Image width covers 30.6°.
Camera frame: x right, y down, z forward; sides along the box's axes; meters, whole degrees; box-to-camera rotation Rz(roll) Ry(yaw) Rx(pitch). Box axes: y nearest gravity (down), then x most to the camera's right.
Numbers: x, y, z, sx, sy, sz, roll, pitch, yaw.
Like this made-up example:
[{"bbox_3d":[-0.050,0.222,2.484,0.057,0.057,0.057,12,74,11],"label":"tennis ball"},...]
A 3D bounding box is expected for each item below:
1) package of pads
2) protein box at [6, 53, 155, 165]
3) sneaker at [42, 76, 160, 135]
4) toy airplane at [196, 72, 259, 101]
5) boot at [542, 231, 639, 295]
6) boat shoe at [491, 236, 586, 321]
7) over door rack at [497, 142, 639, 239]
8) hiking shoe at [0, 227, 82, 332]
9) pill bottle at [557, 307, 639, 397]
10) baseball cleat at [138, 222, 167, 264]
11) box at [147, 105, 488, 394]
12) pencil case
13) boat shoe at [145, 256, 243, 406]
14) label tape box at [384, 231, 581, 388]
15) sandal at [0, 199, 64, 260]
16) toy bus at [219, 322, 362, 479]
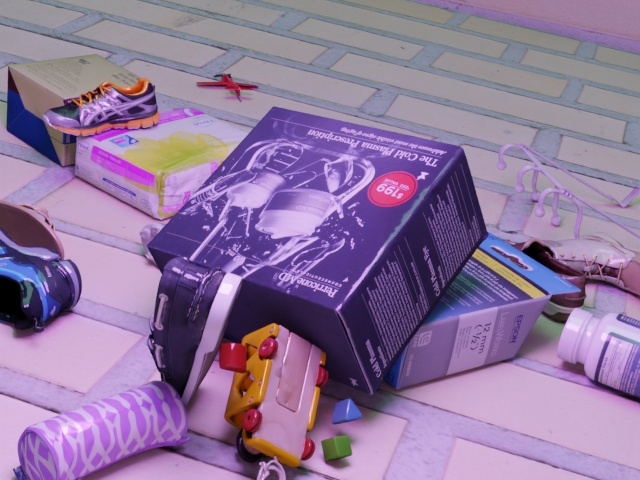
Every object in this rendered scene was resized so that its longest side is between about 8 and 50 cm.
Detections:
[{"bbox_3d":[-0.259,-0.148,2.129,0.229,0.101,0.296,25,31,32],"label":"package of pads"},{"bbox_3d":[-0.459,-0.253,2.236,0.201,0.136,0.200,-17,36,-42],"label":"protein box"},{"bbox_3d":[-0.390,-0.239,2.079,0.215,0.083,0.084,-13,31,-30],"label":"sneaker"},{"bbox_3d":[-0.203,-0.353,2.654,0.151,0.028,0.151,9,25,-4],"label":"toy airplane"},{"bbox_3d":[0.475,0.048,2.020,0.165,0.077,0.213,-4,24,-28],"label":"boot"},{"bbox_3d":[0.353,0.036,1.978,0.095,0.095,0.257,-12,33,-37],"label":"boat shoe"},{"bbox_3d":[0.510,-0.064,2.251,0.324,0.108,0.239,16,23,-21],"label":"over door rack"},{"bbox_3d":[-0.494,0.035,1.660,0.304,0.113,0.132,17,26,14],"label":"hiking shoe"},{"bbox_3d":[0.449,0.167,1.730,0.180,0.108,0.108,21,28,22],"label":"pill bottle"},{"bbox_3d":[-0.188,0.029,1.854,0.206,0.072,0.109,30,18,27],"label":"baseball cleat"},{"bbox_3d":[0.000,0.000,1.635,0.343,0.179,0.312,16,55,35],"label":"box"},{"bbox_3d":[-0.254,0.232,1.382,0.206,0.086,0.088,-19,72,-41],"label":"pencil case"},{"bbox_3d":[-0.165,0.108,1.431,0.091,0.302,0.114,24,54,-1],"label":"boat shoe"},{"bbox_3d":[0.184,0.089,1.795,0.347,0.115,0.249,-8,30,-36],"label":"label tape box"},{"bbox_3d":[-0.467,-0.035,1.844,0.240,0.088,0.079,19,33,29],"label":"sandal"},{"bbox_3d":[-0.066,0.210,1.463,0.104,0.191,0.202,-26,-5,43],"label":"toy bus"}]
